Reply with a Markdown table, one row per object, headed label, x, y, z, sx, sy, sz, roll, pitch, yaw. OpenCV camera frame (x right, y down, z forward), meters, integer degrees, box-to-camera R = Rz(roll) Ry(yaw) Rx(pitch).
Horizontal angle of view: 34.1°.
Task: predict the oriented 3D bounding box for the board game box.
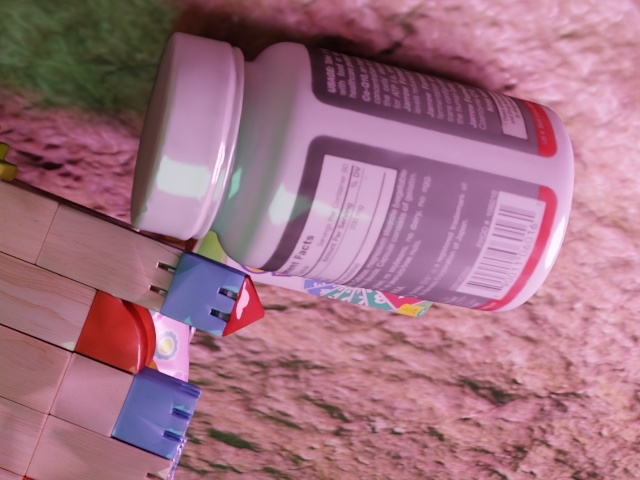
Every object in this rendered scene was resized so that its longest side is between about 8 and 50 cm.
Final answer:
| label | x | y | z | sx | sy | sz | roll | pitch | yaw |
| --- | --- | --- | --- | --- | --- | --- | --- | --- | --- |
| board game box | 0.000 | 0.000 | 0.915 | 0.259 | 0.039 | 0.124 | 15 | 140 | -17 |

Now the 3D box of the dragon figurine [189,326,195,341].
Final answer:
| label | x | y | z | sx | sy | sz | roll | pitch | yaw |
| --- | --- | --- | --- | --- | --- | --- | --- | --- | --- |
| dragon figurine | -0.268 | 0.120 | 1.019 | 0.289 | 0.085 | 0.144 | -19 | 140 | 24 |

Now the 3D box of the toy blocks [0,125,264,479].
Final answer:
| label | x | y | z | sx | sy | sz | roll | pitch | yaw |
| --- | --- | --- | --- | --- | --- | --- | --- | --- | --- |
| toy blocks | -0.208 | 0.119 | 0.791 | 0.261 | 0.381 | 0.191 | 22 | 180 | -2 |

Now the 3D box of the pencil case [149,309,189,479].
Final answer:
| label | x | y | z | sx | sy | sz | roll | pitch | yaw |
| --- | --- | --- | --- | --- | --- | --- | --- | --- | --- |
| pencil case | -0.185 | 0.161 | 0.928 | 0.124 | 0.284 | 0.124 | 9 | -174 | -1 |

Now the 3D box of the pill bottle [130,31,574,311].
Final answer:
| label | x | y | z | sx | sy | sz | roll | pitch | yaw |
| --- | --- | --- | --- | --- | --- | --- | --- | --- | --- |
| pill bottle | 0.019 | -0.049 | 0.741 | 0.283 | 0.161 | 0.161 | 11 | 141 | -16 |
